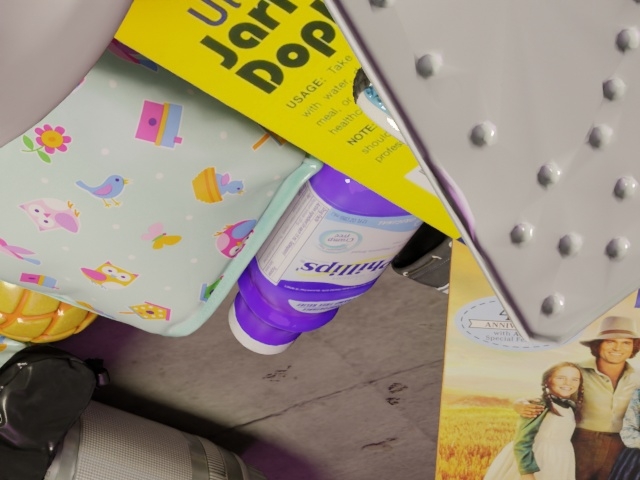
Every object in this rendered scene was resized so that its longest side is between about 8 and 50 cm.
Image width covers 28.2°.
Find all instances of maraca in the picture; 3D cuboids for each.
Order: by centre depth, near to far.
[{"bbox_3d":[-0.229,0.040,1.085,0.127,0.099,0.185,-10,161,19],"label":"maraca"}]

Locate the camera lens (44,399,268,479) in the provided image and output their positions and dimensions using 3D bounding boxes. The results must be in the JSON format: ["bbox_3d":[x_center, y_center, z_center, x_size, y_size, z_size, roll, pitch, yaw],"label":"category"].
[{"bbox_3d":[-0.212,0.283,1.282,0.274,0.219,0.219,24,136,-26],"label":"camera lens"}]

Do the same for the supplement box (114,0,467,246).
[{"bbox_3d":[0.030,-0.180,0.726,0.356,0.194,0.195,28,133,-30],"label":"supplement box"}]

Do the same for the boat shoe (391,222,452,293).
[{"bbox_3d":[0.116,-0.034,1.005,0.076,0.080,0.228,11,147,-14],"label":"boat shoe"}]

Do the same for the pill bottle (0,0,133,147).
[{"bbox_3d":[-0.284,-0.203,0.559,0.407,0.229,0.229,27,150,27],"label":"pill bottle"}]

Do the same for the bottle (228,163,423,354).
[{"bbox_3d":[0.000,0.000,1.021,0.118,0.092,0.283,-3,150,-28],"label":"bottle"}]

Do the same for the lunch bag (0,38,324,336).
[{"bbox_3d":[-0.154,-0.048,0.925,0.223,0.160,0.262,20,131,-24],"label":"lunch bag"}]

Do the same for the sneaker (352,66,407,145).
[{"bbox_3d":[0.099,-0.046,0.685,0.190,0.071,0.083,16,144,-17],"label":"sneaker"}]

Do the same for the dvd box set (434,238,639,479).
[{"bbox_3d":[0.247,0.105,0.997,0.307,0.062,0.420,5,130,5],"label":"dvd box set"}]

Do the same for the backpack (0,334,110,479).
[{"bbox_3d":[-0.289,0.133,1.148,0.115,0.152,0.182,43,170,-32],"label":"backpack"}]

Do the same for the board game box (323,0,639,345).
[{"bbox_3d":[0.159,-0.209,0.572,0.390,0.050,0.390,-36,114,-6],"label":"board game box"}]
